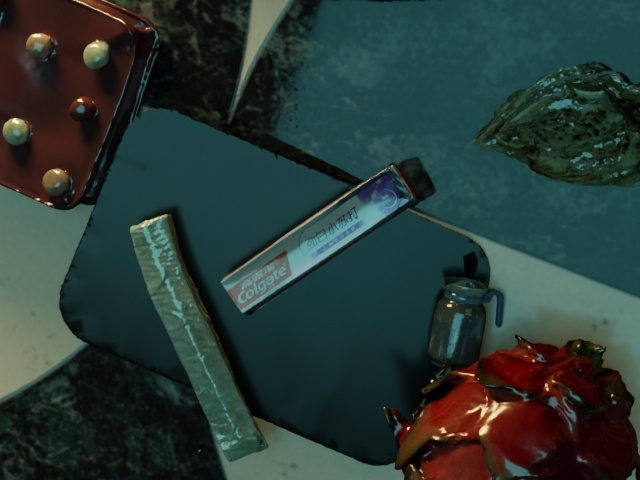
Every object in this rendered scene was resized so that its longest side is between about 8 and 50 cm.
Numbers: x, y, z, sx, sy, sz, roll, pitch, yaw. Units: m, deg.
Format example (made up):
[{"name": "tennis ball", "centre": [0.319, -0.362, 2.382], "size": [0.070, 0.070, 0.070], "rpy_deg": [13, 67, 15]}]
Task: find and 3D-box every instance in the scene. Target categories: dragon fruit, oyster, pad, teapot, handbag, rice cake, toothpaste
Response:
[{"name": "dragon fruit", "centre": [0.167, 0.200, 1.338], "size": [0.274, 0.192, 0.193], "rpy_deg": [-51, 45, 12]}, {"name": "oyster", "centre": [0.234, -0.104, 1.356], "size": [0.177, 0.064, 0.125], "rpy_deg": [17, 115, 2]}, {"name": "pad", "centre": [-0.057, 0.072, 1.466], "size": [0.375, 0.063, 0.315], "rpy_deg": [25, 100, 0]}, {"name": "teapot", "centre": [0.135, 0.079, 1.398], "size": [0.064, 0.049, 0.083], "rpy_deg": [11, 101, 4]}, {"name": "handbag", "centre": [-0.282, -0.152, 1.474], "size": [0.216, 0.074, 0.203], "rpy_deg": [23, 100, 11]}, {"name": "rice cake", "centre": [-0.116, 0.093, 1.421], "size": [0.045, 0.042, 0.245], "rpy_deg": [-23, 98, 3]}, {"name": "toothpaste", "centre": [0.000, 0.000, 1.400], "size": [0.196, 0.040, 0.047], "rpy_deg": [-34, 93, 9]}]
